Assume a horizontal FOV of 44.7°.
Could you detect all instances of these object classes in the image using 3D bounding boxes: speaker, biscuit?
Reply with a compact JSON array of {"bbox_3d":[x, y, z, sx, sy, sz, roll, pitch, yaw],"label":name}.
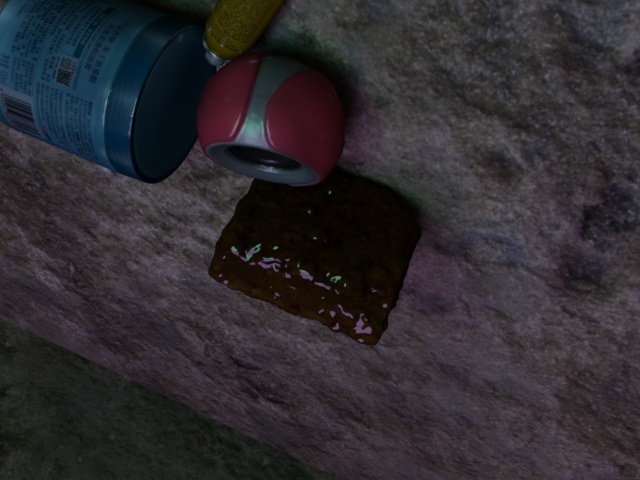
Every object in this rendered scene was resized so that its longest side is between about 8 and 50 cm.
[{"bbox_3d":[-0.087,-0.224,1.519,0.294,0.294,0.294,16,137,16],"label":"speaker"},{"bbox_3d":[0.000,0.000,1.642,0.394,0.343,0.166,20,135,8],"label":"biscuit"}]

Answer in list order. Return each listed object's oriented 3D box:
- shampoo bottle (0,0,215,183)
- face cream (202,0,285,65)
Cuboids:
[{"bbox_3d":[-0.439,-0.325,1.573,0.342,0.331,0.331,21,138,11],"label":"shampoo bottle"},{"bbox_3d":[-0.127,-0.445,1.443,0.105,0.105,0.348,38,138,-9],"label":"face cream"}]
